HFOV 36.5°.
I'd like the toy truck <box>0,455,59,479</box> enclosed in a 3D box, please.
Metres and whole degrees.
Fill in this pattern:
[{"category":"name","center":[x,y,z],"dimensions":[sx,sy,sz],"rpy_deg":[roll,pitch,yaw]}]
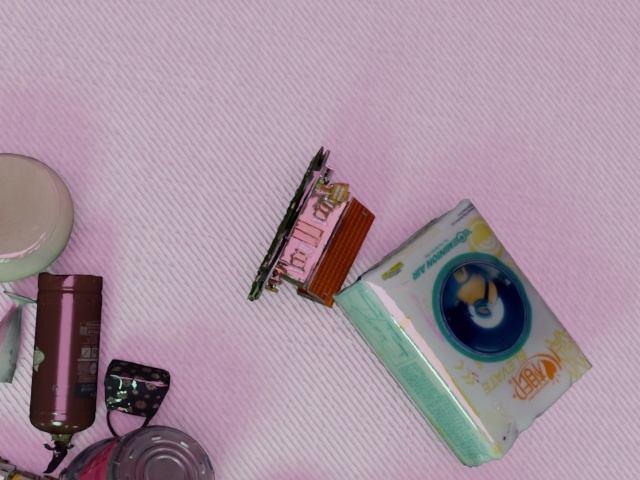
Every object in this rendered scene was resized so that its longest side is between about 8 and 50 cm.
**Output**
[{"category":"toy truck","center":[-0.501,0.444,1.661],"dimensions":[0.227,0.114,0.098],"rpy_deg":[22,82,-3]}]

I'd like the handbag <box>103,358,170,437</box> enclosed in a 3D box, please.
[{"category":"handbag","center":[-0.335,0.292,1.724],"dimensions":[0.115,0.072,0.139],"rpy_deg":[13,96,-9]}]

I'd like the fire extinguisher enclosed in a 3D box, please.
[{"category":"fire extinguisher","center":[-0.446,0.225,1.684],"dimensions":[0.114,0.135,0.337],"rpy_deg":[1,84,6]}]

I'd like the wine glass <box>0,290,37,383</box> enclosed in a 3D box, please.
[{"category":"wine glass","center":[-0.556,0.169,1.710],"dimensions":[0.073,0.073,0.155],"rpy_deg":[16,81,-4]}]

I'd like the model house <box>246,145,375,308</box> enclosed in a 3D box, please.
[{"category":"model house","center":[-0.001,0.001,1.726],"dimensions":[0.154,0.207,0.293],"rpy_deg":[26,82,-6]}]

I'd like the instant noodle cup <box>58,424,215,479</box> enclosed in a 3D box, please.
[{"category":"instant noodle cup","center":[-0.284,0.417,1.595],"dimensions":[0.302,0.181,0.258],"rpy_deg":[-20,72,-41]}]

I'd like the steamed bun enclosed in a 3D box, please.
[{"category":"steamed bun","center":[-0.545,-0.032,1.693],"dimensions":[0.232,0.145,0.231],"rpy_deg":[2,69,-5]}]

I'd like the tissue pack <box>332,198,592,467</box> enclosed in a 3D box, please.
[{"category":"tissue pack","center":[0.257,0.163,1.737],"dimensions":[0.287,0.162,0.388],"rpy_deg":[-36,89,-26]}]
